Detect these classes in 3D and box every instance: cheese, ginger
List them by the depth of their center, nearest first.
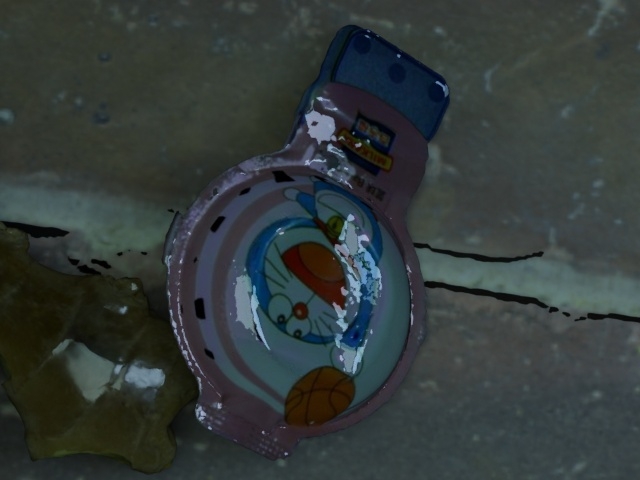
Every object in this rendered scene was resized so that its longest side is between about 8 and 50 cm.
[{"bbox_3d":[0.000,0.000,1.184,0.189,0.074,0.286,31,71,-22],"label":"cheese"},{"bbox_3d":[-0.186,0.027,1.197,0.131,0.086,0.294,-39,78,8],"label":"ginger"}]
